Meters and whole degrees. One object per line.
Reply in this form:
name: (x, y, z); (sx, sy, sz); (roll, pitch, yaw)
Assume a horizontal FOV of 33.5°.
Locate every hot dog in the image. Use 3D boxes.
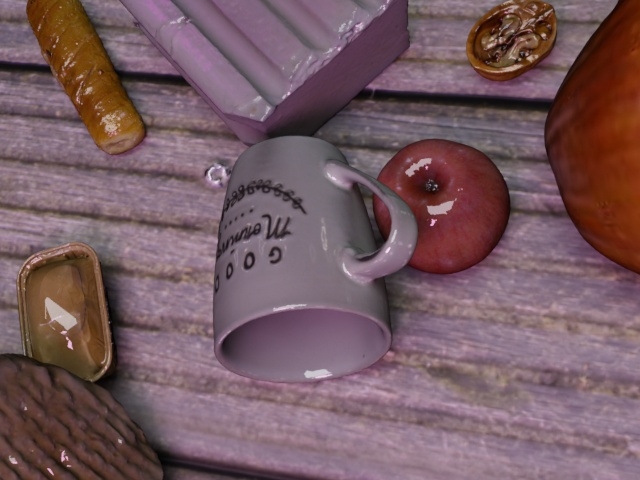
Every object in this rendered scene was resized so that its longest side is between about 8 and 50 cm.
hot dog: (-0.310, -0.230, 1.393); (0.088, 0.061, 0.286); (-31, 66, -13)

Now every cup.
cup: (0.000, 0.000, 1.141); (0.258, 0.186, 0.234); (-30, 52, 39)

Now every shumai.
shumai: (-0.334, 0.290, 1.127); (0.262, 0.314, 0.267); (-36, 33, 38)

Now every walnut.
walnut: (0.229, -0.233, 1.270); (0.121, 0.052, 0.091); (-36, 64, -4)

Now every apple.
apple: (0.131, -0.041, 1.181); (0.153, 0.120, 0.153); (-5, 68, 12)

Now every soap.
soap: (-0.066, -0.279, 1.298); (0.258, 0.159, 0.302); (-43, 68, -2)

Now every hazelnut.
hazelnut: (0.399, -0.131, 1.068); (0.372, 0.315, 0.372); (-28, 39, 26)

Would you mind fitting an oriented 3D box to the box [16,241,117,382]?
box: (-0.293, 0.092, 1.237); (0.111, 0.111, 0.177); (-17, 66, 6)
